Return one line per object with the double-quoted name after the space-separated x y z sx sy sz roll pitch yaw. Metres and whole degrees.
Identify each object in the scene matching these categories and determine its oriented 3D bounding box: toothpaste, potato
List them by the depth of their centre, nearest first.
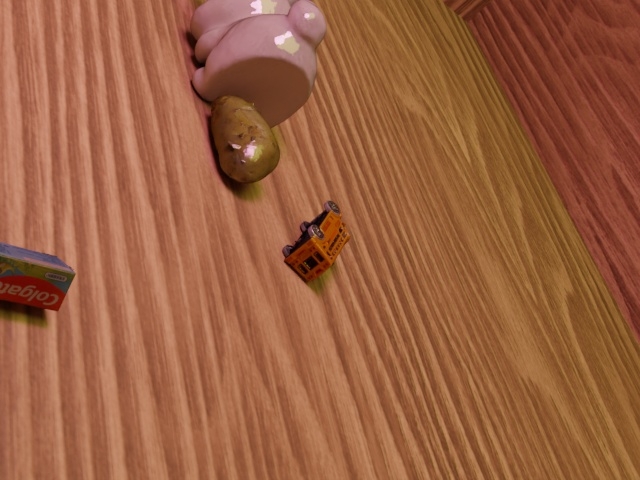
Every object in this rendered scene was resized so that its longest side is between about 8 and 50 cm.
-0.352 0.036 1.033 0.193 0.070 0.044 20 9 -48 "toothpaste"
-0.128 -0.165 1.638 0.105 0.085 0.188 0 48 -32 "potato"

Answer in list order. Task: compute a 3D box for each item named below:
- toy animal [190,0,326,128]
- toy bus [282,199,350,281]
-0.104 -0.392 1.799 0.196 0.241 0.368 32 31 -37 "toy animal"
0.000 0.000 1.634 0.074 0.069 0.162 48 26 -7 "toy bus"
